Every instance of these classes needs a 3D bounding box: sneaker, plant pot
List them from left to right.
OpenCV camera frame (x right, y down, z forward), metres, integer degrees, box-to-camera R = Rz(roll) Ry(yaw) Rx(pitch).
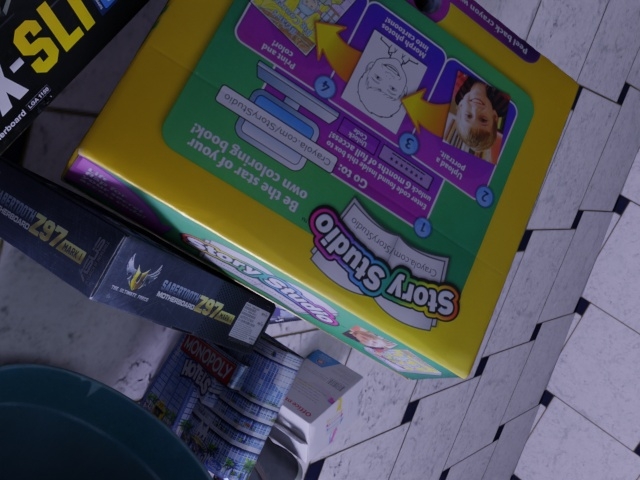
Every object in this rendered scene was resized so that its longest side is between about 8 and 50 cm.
[{"bbox_3d":[-0.262,0.296,0.730,0.255,0.272,0.272,-52,151,9],"label":"plant pot"},{"bbox_3d":[-0.138,0.363,1.151,0.222,0.083,0.118,-45,126,-13],"label":"sneaker"}]

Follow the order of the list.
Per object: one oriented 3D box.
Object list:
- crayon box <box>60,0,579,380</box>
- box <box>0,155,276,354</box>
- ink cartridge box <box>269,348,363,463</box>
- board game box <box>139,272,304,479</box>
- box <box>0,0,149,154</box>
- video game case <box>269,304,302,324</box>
[{"bbox_3d":[0.020,-0.097,0.712,0.363,0.106,0.313,32,71,-18],"label":"crayon box"},{"bbox_3d":[-0.169,0.016,0.712,0.059,0.183,0.233,-61,149,-4],"label":"box"},{"bbox_3d":[-0.017,0.249,1.212,0.143,0.092,0.089,-33,139,-39],"label":"ink cartridge box"},{"bbox_3d":[-0.105,0.135,0.898,0.060,0.194,0.194,25,87,-32],"label":"board game box"},{"bbox_3d":[-0.254,-0.192,0.530,0.322,0.079,0.257,-52,150,-18],"label":"box"},{"bbox_3d":[0.000,0.000,0.931,0.274,0.248,0.035,73,11,-49],"label":"video game case"}]
